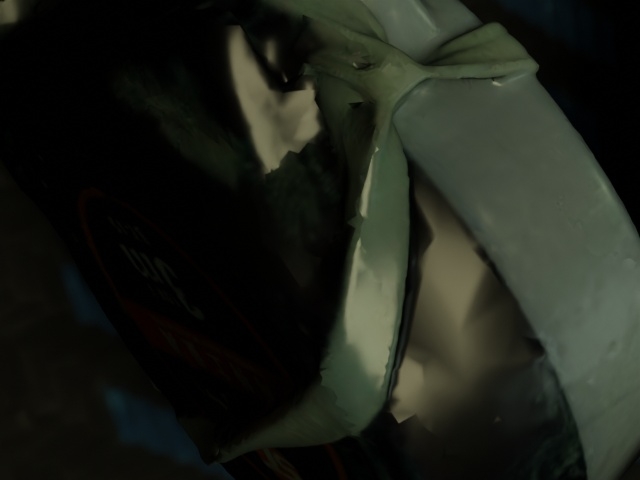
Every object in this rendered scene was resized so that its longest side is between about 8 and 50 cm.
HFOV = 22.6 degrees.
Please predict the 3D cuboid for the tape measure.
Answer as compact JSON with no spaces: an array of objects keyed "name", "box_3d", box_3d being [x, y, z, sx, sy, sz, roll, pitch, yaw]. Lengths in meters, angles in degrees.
[{"name":"tape measure","box_3d":[0.003,0.004,0.411,0.107,0.182,0.181,-40,117,-18]}]
